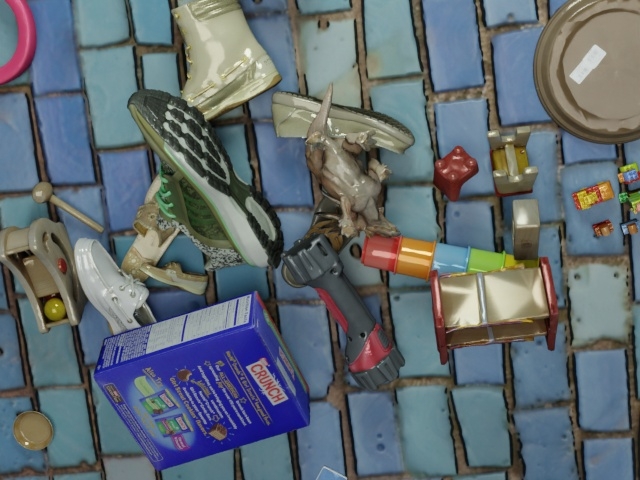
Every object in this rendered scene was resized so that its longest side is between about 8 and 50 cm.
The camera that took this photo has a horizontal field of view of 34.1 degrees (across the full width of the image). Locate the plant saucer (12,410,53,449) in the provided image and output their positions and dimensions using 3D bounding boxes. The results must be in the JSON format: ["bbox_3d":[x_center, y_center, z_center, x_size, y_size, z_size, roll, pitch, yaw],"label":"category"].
[{"bbox_3d":[-0.573,0.378,2.091,0.083,0.015,0.083,1,102,6],"label":"plant saucer"}]

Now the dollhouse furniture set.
[{"bbox_3d":[0.283,0.006,1.799,0.201,0.152,0.374,-6,61,6],"label":"dollhouse furniture set"}]

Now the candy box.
[{"bbox_3d":[-0.211,0.262,1.928,0.317,0.122,0.268,-17,123,11],"label":"candy box"}]

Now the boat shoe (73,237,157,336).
[{"bbox_3d":[-0.363,0.104,1.947,0.096,0.098,0.277,-15,120,18],"label":"boat shoe"}]

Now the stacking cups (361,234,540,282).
[{"bbox_3d":[0.234,0.040,1.898,0.316,0.096,0.096,13,104,8],"label":"stacking cups"}]

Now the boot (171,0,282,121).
[{"bbox_3d":[-0.226,-0.312,1.859,0.262,0.095,0.203,-26,99,9],"label":"boot"}]

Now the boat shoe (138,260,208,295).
[{"bbox_3d":[-0.274,0.062,1.963,0.135,0.050,0.045,22,91,-26],"label":"boat shoe"}]

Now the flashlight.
[{"bbox_3d":[0.037,0.131,1.906,0.103,0.103,0.304,-39,106,-13],"label":"flashlight"}]

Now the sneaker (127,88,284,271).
[{"bbox_3d":[-0.235,-0.078,1.836,0.182,0.158,0.410,-24,122,20],"label":"sneaker"}]

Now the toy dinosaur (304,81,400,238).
[{"bbox_3d":[0.033,-0.112,1.792,0.127,0.200,0.295,-27,95,-11],"label":"toy dinosaur"}]

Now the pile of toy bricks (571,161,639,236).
[{"bbox_3d":[0.558,-0.073,1.819,0.212,0.105,0.118,-20,100,10],"label":"pile of toy bricks"}]

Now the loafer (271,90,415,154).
[{"bbox_3d":[0.036,-0.194,1.859,0.269,0.102,0.092,18,105,12],"label":"loafer"}]

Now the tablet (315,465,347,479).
[{"bbox_3d":[0.012,0.489,2.056,0.054,0.006,0.083,27,105,0],"label":"tablet"}]

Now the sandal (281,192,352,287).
[{"bbox_3d":[0.000,0.000,1.921,0.090,0.060,0.219,38,104,-3],"label":"sandal"}]

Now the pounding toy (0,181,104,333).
[{"bbox_3d":[-0.488,0.028,1.933,0.155,0.154,0.269,-15,101,9],"label":"pounding toy"}]

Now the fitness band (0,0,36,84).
[{"bbox_3d":[-0.662,-0.391,1.916,0.291,0.054,0.209,9,106,5],"label":"fitness band"}]

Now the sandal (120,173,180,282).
[{"bbox_3d":[-0.311,-0.019,1.941,0.088,0.079,0.240,26,104,0],"label":"sandal"}]

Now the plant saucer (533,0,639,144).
[{"bbox_3d":[0.510,-0.302,1.809,0.278,0.041,0.277,2,103,7],"label":"plant saucer"}]
